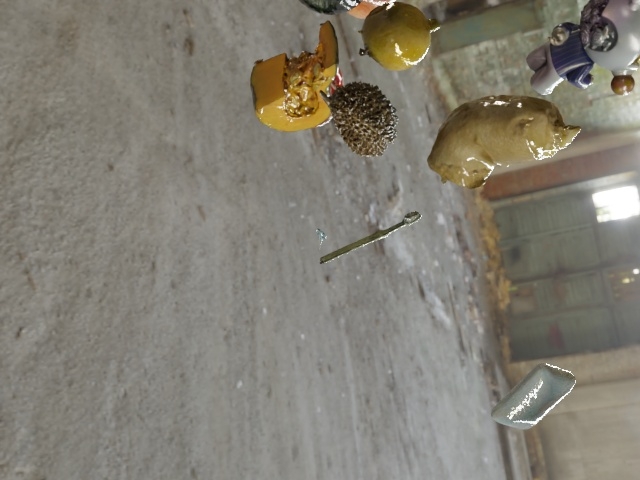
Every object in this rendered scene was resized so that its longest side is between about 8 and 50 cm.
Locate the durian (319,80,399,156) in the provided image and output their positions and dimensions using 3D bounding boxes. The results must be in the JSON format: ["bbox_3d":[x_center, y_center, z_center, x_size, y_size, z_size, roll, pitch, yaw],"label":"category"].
[{"bbox_3d":[0.083,-0.254,1.487,0.189,0.091,0.148,26,64,-15],"label":"durian"}]

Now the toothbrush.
[{"bbox_3d":[0.128,-0.006,1.916,0.026,0.294,0.028,55,-13,37],"label":"toothbrush"}]

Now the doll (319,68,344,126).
[{"bbox_3d":[0.015,-0.405,2.137,0.188,0.099,0.384,-64,162,9],"label":"doll"}]

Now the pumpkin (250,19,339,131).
[{"bbox_3d":[-0.063,-0.367,1.702,0.280,0.190,0.139,102,-14,-66],"label":"pumpkin"}]

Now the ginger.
[{"bbox_3d":[0.309,-0.180,1.299,0.138,0.267,0.152,-10,82,-53],"label":"ginger"}]

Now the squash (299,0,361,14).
[{"bbox_3d":[0.025,-0.571,1.577,0.193,0.193,0.155,61,35,-44],"label":"squash"}]

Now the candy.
[{"bbox_3d":[0.473,0.348,1.674,0.138,0.174,0.071,22,25,-37],"label":"candy"}]

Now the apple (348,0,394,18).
[{"bbox_3d":[0.136,-0.760,2.008,0.251,0.163,0.292,8,75,-46],"label":"apple"}]

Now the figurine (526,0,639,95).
[{"bbox_3d":[0.459,-0.346,1.280,0.274,0.133,0.193,19,-77,60],"label":"figurine"}]

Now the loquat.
[{"bbox_3d":[0.190,-0.495,1.824,0.149,0.205,0.172,77,-5,-50],"label":"loquat"}]

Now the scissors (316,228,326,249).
[{"bbox_3d":[0.000,0.000,1.998,0.006,0.036,0.083,-38,155,-27],"label":"scissors"}]
